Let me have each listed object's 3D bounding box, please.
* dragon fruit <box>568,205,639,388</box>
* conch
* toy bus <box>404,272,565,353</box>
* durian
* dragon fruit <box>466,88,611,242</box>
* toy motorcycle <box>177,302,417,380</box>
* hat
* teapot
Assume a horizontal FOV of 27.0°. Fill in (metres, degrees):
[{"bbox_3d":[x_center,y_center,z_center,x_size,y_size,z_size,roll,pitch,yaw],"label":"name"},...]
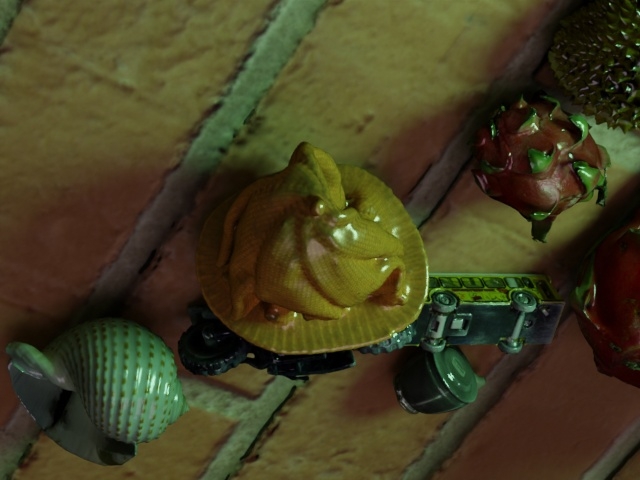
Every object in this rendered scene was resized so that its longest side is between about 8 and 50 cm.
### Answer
[{"bbox_3d":[0.419,0.055,1.593,0.200,0.198,0.269,37,102,-12],"label":"dragon fruit"},{"bbox_3d":[-0.242,0.152,1.493,0.200,0.131,0.172,35,143,7],"label":"conch"},{"bbox_3d":[0.177,0.087,1.604,0.226,0.074,0.081,-1,124,-16],"label":"toy bus"},{"bbox_3d":[0.373,-0.204,1.411,0.237,0.138,0.193,-41,126,13],"label":"durian"},{"bbox_3d":[0.254,-0.076,1.481,0.137,0.135,0.236,-42,144,7],"label":"dragon fruit"},{"bbox_3d":[-0.026,0.084,1.513,0.270,0.159,0.106,-6,127,8],"label":"toy motorcycle"},{"bbox_3d":[0.000,0.000,1.333,0.244,0.233,0.233,41,79,6],"label":"hat"},{"bbox_3d":[0.145,0.185,1.660,0.091,0.092,0.124,-30,123,27],"label":"teapot"}]
